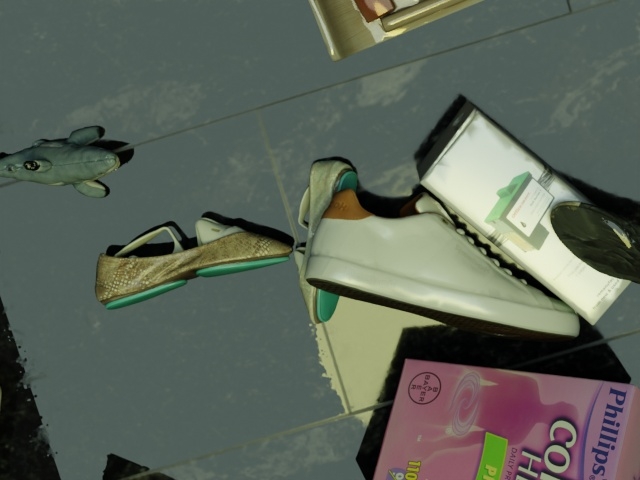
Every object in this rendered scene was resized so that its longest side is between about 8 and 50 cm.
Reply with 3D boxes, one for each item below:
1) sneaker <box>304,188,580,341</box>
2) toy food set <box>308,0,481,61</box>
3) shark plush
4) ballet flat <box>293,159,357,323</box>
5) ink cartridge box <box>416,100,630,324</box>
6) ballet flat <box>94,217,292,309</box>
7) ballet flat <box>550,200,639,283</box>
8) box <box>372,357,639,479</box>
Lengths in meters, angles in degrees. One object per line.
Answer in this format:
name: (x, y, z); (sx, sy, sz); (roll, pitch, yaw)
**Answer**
sneaker: (0.135, 0.021, 1.686); (0.290, 0.106, 0.123); (17, 77, -15)
toy food set: (0.114, -0.333, 1.653); (0.306, 0.092, 0.219); (-21, 96, 5)
shark plush: (-0.282, -0.084, 1.711); (0.161, 0.067, 0.073); (9, 98, 1)
ballet flat: (0.000, 0.000, 1.729); (0.052, 0.057, 0.168); (13, 95, 30)
ink cartridge box: (0.203, -0.031, 1.656); (0.219, 0.160, 0.092); (39, 97, -2)
ballet flat: (-0.134, 0.014, 1.721); (0.206, 0.073, 0.067); (-14, 82, 0)
ballet flat: (0.292, 0.008, 1.564); (0.173, 0.049, 0.057); (24, 121, 3)
box: (0.181, 0.243, 1.625); (0.243, 0.117, 0.213); (5, 66, 28)
